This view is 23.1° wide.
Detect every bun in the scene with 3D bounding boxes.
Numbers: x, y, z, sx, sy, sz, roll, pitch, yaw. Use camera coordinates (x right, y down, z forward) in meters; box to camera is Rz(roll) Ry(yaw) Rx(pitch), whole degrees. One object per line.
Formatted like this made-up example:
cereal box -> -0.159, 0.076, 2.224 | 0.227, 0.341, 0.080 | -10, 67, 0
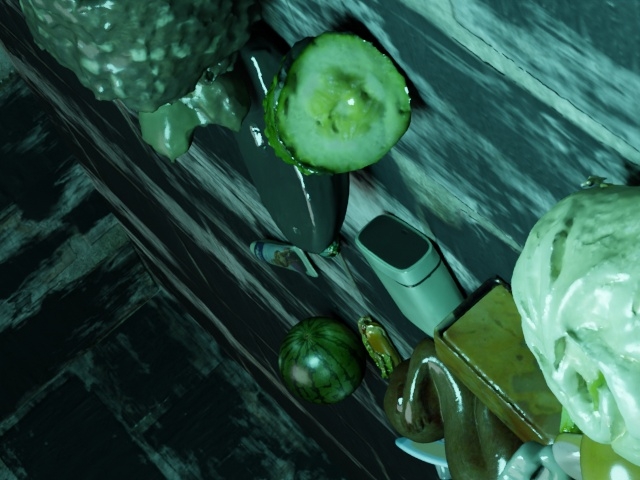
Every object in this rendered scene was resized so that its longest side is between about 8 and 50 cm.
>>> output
bun -> 0.246, 0.079, 1.131 | 0.259, 0.160, 0.259 | 44, 170, 10

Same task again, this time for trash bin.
trash bin -> 0.109, 0.044, 1.814 | 0.116, 0.059, 0.130 | 38, 166, 51

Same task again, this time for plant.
plant -> -0.175, -0.234, 1.587 | 0.215, 0.213, 0.312 | 39, 168, 28

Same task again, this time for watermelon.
watermelon -> 0.012, 0.207, 2.555 | 0.141, 0.141, 0.187 | 38, 168, 46

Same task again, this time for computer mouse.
computer mouse -> -0.033, -0.120, 1.731 | 0.137, 0.086, 0.269 | -2, 114, 62

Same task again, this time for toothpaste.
toothpaste -> -0.063, 0.021, 2.487 | 0.062, 0.037, 0.216 | 55, 163, -21

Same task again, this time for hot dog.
hot dog -> 0.088, 0.165, 2.355 | 0.056, 0.041, 0.133 | 37, 164, 49

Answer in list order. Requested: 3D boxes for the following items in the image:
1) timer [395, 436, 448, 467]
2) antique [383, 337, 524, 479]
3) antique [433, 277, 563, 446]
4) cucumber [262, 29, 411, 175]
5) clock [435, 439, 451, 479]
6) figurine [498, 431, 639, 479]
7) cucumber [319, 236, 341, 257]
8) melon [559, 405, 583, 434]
timer -> 0.201, 0.285, 1.926 | 0.255, 0.175, 0.175 | 27, 164, 14
antique -> 0.176, 0.215, 1.830 | 0.257, 0.143, 0.121 | 35, -170, 32
antique -> 0.255, 0.179, 1.607 | 0.310, 0.093, 0.087 | 44, 168, 21
cucumber -> 0.002, -0.126, 1.520 | 0.134, 0.134, 0.244 | 50, 174, -5
clock -> 0.224, 0.328, 2.113 | 0.186, 0.083, 0.253 | 140, 108, -79
figurine -> 0.318, 0.239, 1.343 | 0.285, 0.342, 0.167 | 60, -150, -31
cucumber -> 0.000, 0.000, 2.149 | 0.039, 0.039, 0.168 | 52, 171, -14
melon -> 0.311, 0.213, 1.472 | 0.262, 0.114, 0.053 | 47, 156, -11
